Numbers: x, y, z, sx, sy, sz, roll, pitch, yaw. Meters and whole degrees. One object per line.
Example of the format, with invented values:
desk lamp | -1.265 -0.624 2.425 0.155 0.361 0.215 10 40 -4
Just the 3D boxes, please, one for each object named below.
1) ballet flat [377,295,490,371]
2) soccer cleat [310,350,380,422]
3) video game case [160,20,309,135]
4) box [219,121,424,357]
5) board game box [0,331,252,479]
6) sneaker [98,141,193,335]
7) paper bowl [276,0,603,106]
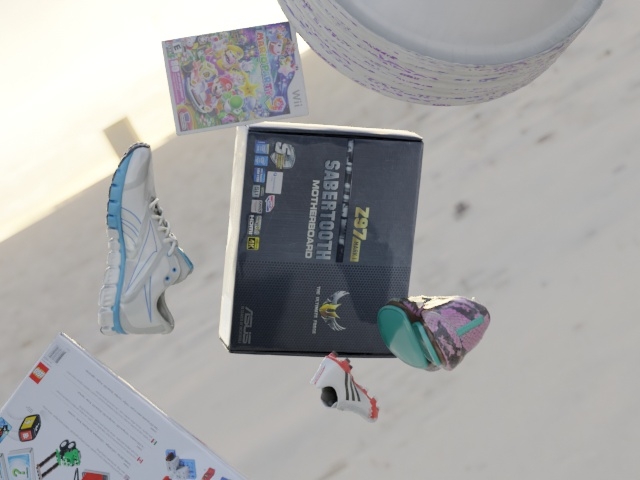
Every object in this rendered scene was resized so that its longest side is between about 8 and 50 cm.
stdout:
ballet flat | 0.113 0.080 1.593 0.079 0.077 0.221 -24 2 -9
soccer cleat | 0.018 0.119 1.299 0.029 0.083 0.035 26 68 41
video game case | -0.077 -0.146 1.536 0.122 0.087 0.011 -10 8 -4
box | 0.000 0.000 1.719 0.183 0.232 0.059 3 12 -16
board game box | -0.184 0.222 1.417 0.305 0.053 0.193 32 82 44
sneaker | -0.158 0.001 1.607 0.083 0.190 0.071 7 17 10
paper bowl | 0.103 -0.260 1.345 0.284 0.284 0.148 -30 -8 -23
